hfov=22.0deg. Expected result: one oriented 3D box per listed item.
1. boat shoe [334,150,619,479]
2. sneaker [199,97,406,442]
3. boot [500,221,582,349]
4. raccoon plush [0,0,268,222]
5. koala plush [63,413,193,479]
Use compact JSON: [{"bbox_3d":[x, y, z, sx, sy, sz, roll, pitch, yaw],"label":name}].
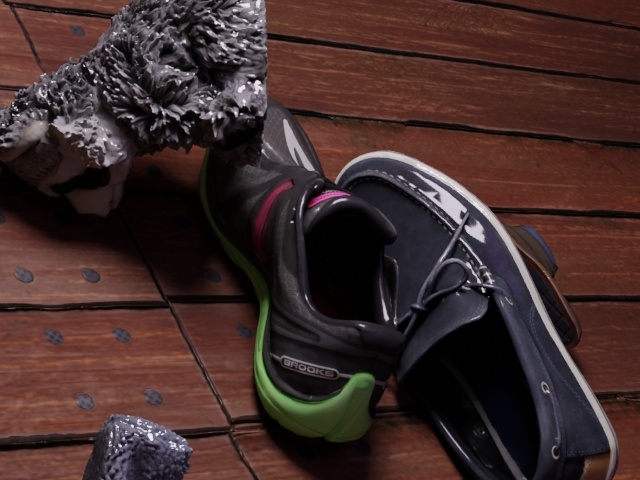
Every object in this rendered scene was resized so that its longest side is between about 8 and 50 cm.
[{"bbox_3d":[0.155,0.095,1.902,0.156,0.187,0.500,-1,53,-52],"label":"boat shoe"},{"bbox_3d":[0.000,0.000,1.852,0.185,0.202,0.483,13,40,-33],"label":"sneaker"},{"bbox_3d":[0.294,0.051,2.177,0.106,0.082,0.219,-8,51,-45],"label":"boot"},{"bbox_3d":[-0.215,-0.246,1.807,0.299,0.216,0.447,1,81,-7],"label":"raccoon plush"},{"bbox_3d":[-0.122,0.294,1.400,0.221,0.196,0.203,22,47,-23],"label":"koala plush"}]
